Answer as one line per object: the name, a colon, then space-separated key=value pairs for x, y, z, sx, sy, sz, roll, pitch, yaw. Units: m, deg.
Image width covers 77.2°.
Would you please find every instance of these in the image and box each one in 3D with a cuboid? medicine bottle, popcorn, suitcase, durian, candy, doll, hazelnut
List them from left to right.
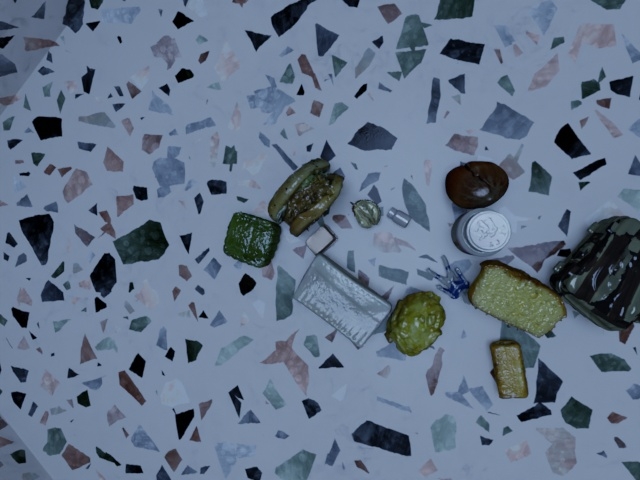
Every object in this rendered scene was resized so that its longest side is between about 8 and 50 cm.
candy: x=0.086 y=0.228 z=1.572 sx=0.359 sy=0.145 sz=0.208 roll=35 pitch=97 yaw=11
durian: x=0.174 y=-0.116 z=1.596 sx=0.140 sy=0.071 sz=0.110 roll=36 pitch=101 yaw=-4
medicine bottle: x=0.309 y=-0.092 z=1.577 sx=0.089 sy=0.052 sz=0.052 roll=32 pitch=95 yaw=10
popcorn: x=0.334 y=0.297 z=1.480 sx=0.192 sy=0.233 sz=0.266 roll=33 pitch=135 yaw=-15
doll: x=0.512 y=0.172 z=1.532 sx=0.114 sy=0.057 sz=0.227 roll=-41 pitch=73 yaw=2
hazelnut: x=0.569 y=-0.205 z=1.461 sx=0.212 sy=0.181 sz=0.181 roll=-25 pitch=86 yaw=11
medicine bottle: x=0.558 y=-0.028 z=1.404 sx=0.170 sy=0.293 sz=0.170 roll=0 pitch=91 yaw=12
suitcase: x=1.010 y=0.131 z=1.363 sx=0.339 sy=0.194 sz=0.351 roll=40 pitch=93 yaw=2

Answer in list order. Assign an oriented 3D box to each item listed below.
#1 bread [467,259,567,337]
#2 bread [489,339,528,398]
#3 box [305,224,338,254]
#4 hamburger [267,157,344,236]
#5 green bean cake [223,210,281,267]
bread: x=0.675 y=0.192 z=1.432 sx=0.340 sy=0.179 sz=0.194 roll=26 pitch=100 yaw=-4
bread: x=0.693 y=0.474 z=1.474 sx=0.114 sy=0.083 sz=0.211 roll=-8 pitch=87 yaw=16
box: x=0.000 y=0.000 z=1.633 sx=0.122 sy=0.062 sz=0.089 roll=-42 pitch=82 yaw=7
hamburger: x=-0.053 y=-0.168 z=1.549 sx=0.195 sy=0.277 sz=0.318 roll=44 pitch=92 yaw=1
green bean cake: x=-0.285 y=-0.004 z=1.665 sx=0.214 sy=0.113 sz=0.200 roll=18 pitch=92 yaw=11
